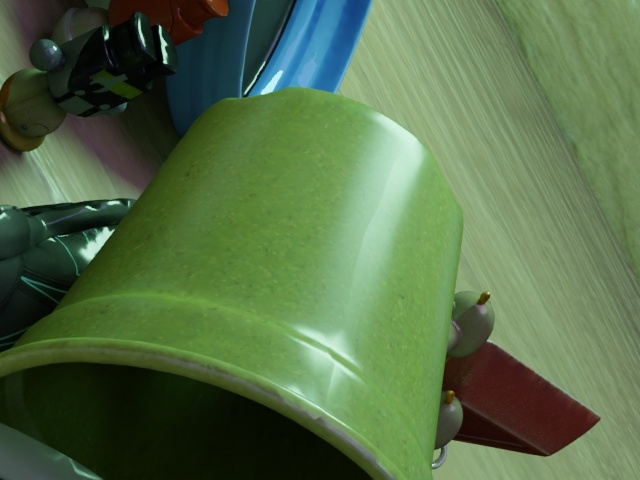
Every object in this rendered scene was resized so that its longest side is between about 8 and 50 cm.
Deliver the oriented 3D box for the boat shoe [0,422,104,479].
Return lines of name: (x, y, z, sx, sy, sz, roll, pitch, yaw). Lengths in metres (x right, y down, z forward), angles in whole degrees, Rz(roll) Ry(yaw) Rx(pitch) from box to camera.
boat shoe: (-0.115, 0.230, 0.913, 0.335, 0.121, 0.119, 49, 43, -14)

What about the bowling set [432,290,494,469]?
bowling set: (-0.001, 0.102, 1.269, 0.154, 0.287, 0.200, -17, 51, -43)

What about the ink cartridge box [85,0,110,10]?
ink cartridge box: (-0.152, -0.237, 1.533, 0.104, 0.060, 0.180, 61, 18, -7)

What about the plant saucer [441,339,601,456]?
plant saucer: (0.061, 0.115, 1.425, 0.259, 0.258, 0.048, 33, 68, -57)

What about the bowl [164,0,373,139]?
bowl: (-0.024, -0.244, 1.512, 0.391, 0.077, 0.391, 19, 90, -78)

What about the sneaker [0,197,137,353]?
sneaker: (-0.181, 0.030, 1.083, 0.267, 0.101, 0.106, -12, 94, -69)

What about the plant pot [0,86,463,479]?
plant pot: (-0.035, 0.061, 1.002, 0.276, 0.276, 0.254, 53, 40, -31)

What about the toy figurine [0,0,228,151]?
toy figurine: (-0.186, -0.189, 1.260, 0.213, 0.148, 0.209, 60, 24, -19)
